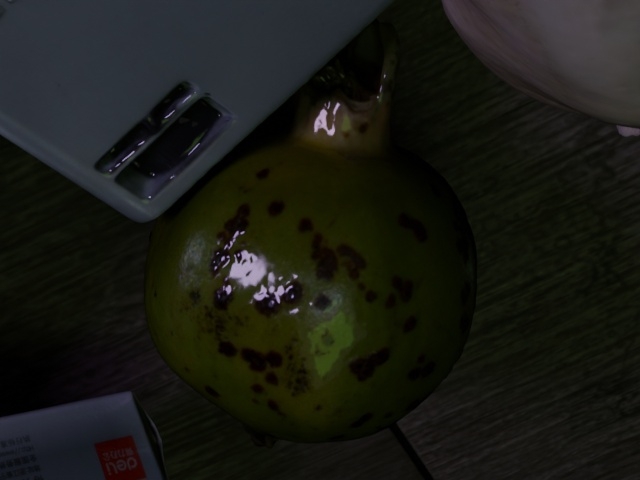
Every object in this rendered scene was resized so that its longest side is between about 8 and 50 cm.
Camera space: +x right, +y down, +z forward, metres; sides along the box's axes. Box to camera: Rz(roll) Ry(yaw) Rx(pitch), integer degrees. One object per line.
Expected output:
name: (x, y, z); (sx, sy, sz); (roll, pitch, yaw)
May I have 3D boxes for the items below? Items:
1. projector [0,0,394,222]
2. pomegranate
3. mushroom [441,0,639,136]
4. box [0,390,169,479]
projector: (-0.087, -0.153, 0.746); (0.250, 0.108, 0.198); (-41, 126, 20)
pomegranate: (-0.010, -0.005, 0.853); (0.198, 0.198, 0.246); (-14, 87, -1)
mushroom: (0.072, -0.207, 0.533); (0.356, 0.315, 0.315); (26, 121, -24)
box: (-0.238, 0.172, 0.918); (0.269, 0.079, 0.135); (-8, 159, -41)
